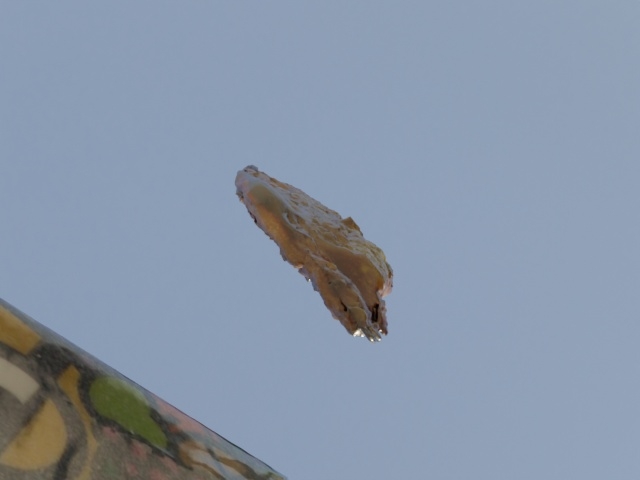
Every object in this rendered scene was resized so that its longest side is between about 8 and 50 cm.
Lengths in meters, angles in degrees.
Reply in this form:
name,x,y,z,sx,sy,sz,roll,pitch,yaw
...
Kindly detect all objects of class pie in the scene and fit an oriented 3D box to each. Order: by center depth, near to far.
name,x,y,z,sx,sy,sz,roll,pitch,yaw
pie,-0.002,-0.002,0.703,0.088,0.191,0.033,43,-87,-2

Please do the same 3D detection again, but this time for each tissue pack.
name,x,y,z,sx,sy,sz,roll,pitch,yaw
tissue pack,-0.081,0.075,0.438,0.148,0.060,0.108,34,-153,-17
